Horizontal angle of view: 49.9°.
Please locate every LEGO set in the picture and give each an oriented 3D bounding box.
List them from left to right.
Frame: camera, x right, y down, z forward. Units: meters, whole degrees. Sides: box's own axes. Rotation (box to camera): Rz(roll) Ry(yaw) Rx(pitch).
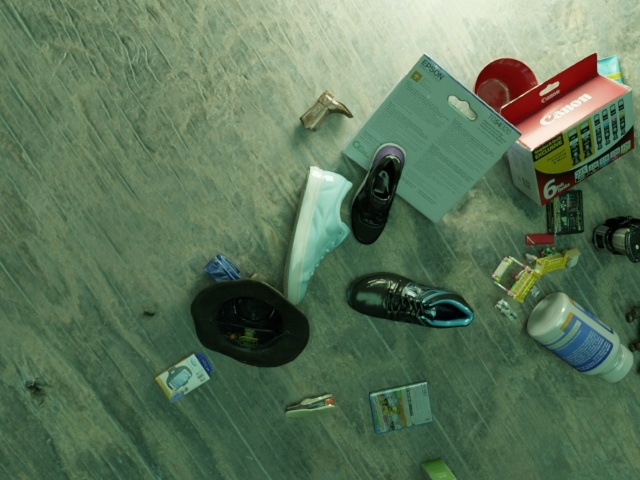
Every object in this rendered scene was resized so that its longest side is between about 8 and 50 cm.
[{"bbox_3d":[0.580,0.080,1.908,0.287,0.107,0.132,-41,134,-8],"label":"LEGO set"}]

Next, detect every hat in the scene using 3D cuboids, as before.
[{"bbox_3d":[-0.166,0.176,1.744,0.331,0.134,0.331,6,135,7],"label":"hat"}]

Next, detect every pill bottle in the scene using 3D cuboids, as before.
[{"bbox_3d":[0.721,0.276,1.900,0.272,0.152,0.152,36,89,-10],"label":"pill bottle"}]

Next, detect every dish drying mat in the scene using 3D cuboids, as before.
[{"bbox_3d":[0.616,-0.004,1.932,0.083,0.008,0.032,-3,95,-8],"label":"dish drying mat"}]

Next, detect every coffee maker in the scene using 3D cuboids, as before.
[{"bbox_3d":[0.866,-0.002,1.883,0.171,0.178,0.120,10,96,-7],"label":"coffee maker"}]

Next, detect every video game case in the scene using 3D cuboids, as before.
[{"bbox_3d":[0.225,0.464,1.912,0.166,0.015,0.119,-10,97,-8],"label":"video game case"}]

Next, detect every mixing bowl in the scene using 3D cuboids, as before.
[{"bbox_3d":[0.476,-0.387,1.832,0.181,0.098,0.182,-1,94,-9],"label":"mixing bowl"}]

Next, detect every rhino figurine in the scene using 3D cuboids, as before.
[{"bbox_3d":[0.951,0.298,1.976,0.106,0.073,0.243,-9,98,-5],"label":"rhino figurine"}]

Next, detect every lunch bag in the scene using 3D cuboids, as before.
[{"bbox_3d":[-0.247,0.084,1.782,0.065,0.067,0.098,-42,100,-2],"label":"lunch bag"}]

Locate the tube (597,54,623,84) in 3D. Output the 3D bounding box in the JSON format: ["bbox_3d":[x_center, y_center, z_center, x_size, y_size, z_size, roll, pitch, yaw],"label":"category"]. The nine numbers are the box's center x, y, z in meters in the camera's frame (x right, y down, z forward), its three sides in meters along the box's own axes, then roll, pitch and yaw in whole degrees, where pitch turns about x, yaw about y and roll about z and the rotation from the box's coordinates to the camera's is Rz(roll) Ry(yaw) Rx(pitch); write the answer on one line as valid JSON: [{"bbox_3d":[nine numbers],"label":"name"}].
[{"bbox_3d":[0.814,-0.406,1.910,0.080,0.052,0.207,-16,91,-17],"label":"tube"}]

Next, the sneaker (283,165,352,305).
[{"bbox_3d":[0.000,0.000,1.779,0.150,0.135,0.366,13,94,-6],"label":"sneaker"}]

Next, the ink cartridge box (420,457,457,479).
[{"bbox_3d":[0.335,0.682,1.849,0.062,0.209,0.109,-11,97,-7],"label":"ink cartridge box"}]

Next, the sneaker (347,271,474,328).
[{"bbox_3d":[0.242,0.161,1.825,0.340,0.139,0.125,6,96,-8],"label":"sneaker"}]

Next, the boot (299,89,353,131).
[{"bbox_3d":[0.014,-0.319,1.801,0.106,0.037,0.114,40,85,3],"label":"boot"}]

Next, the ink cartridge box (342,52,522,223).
[{"bbox_3d":[0.281,-0.257,1.764,0.324,0.071,0.330,37,115,-9],"label":"ink cartridge box"}]

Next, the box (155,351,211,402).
[{"bbox_3d":[-0.355,0.356,1.811,0.136,0.028,0.081,-32,98,-3],"label":"box"}]

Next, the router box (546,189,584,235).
[{"bbox_3d":[0.681,-0.077,1.917,0.092,0.038,0.123,-5,94,-12],"label":"router box"}]

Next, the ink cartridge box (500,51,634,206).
[{"bbox_3d":[0.643,-0.288,1.788,0.309,0.130,0.272,-32,132,-4],"label":"ink cartridge box"}]

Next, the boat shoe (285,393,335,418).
[{"bbox_3d":[-0.029,0.448,1.861,0.137,0.049,0.043,-10,54,-5],"label":"boat shoe"}]

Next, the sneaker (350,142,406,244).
[{"bbox_3d":[0.137,-0.103,1.757,0.107,0.124,0.283,15,117,1],"label":"sneaker"}]
